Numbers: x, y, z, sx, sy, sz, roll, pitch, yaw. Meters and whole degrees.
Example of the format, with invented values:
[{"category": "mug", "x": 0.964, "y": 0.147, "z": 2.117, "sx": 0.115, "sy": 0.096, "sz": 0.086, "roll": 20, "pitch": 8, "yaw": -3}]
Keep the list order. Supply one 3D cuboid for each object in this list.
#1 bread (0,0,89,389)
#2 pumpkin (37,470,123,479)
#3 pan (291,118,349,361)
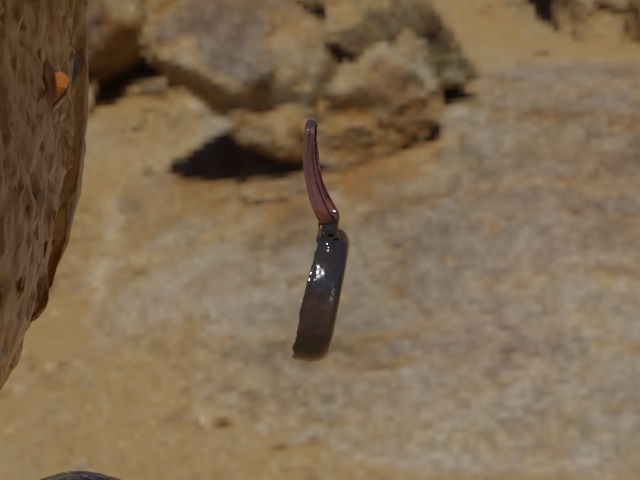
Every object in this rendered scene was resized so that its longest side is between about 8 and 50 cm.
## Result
[{"category": "bread", "x": -0.180, "y": -0.055, "z": 0.318, "sx": 0.312, "sy": 0.312, "sz": 0.172, "roll": -8, "pitch": 13, "yaw": -12}, {"category": "pumpkin", "x": -0.158, "y": 0.256, "z": 1.129, "sx": 0.219, "sy": 0.162, "sz": 0.219, "roll": -31, "pitch": 31, "yaw": 21}, {"category": "pan", "x": 0.003, "y": 0.000, "z": 1.489, "sx": 0.040, "sy": 0.212, "sz": 0.115, "roll": 5, "pitch": 29, "yaw": 5}]
